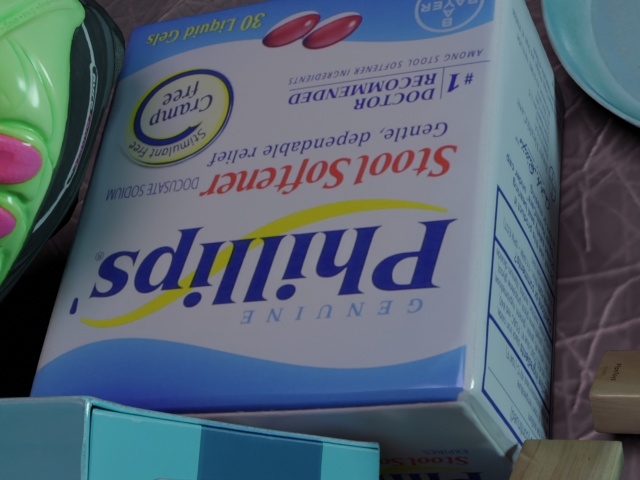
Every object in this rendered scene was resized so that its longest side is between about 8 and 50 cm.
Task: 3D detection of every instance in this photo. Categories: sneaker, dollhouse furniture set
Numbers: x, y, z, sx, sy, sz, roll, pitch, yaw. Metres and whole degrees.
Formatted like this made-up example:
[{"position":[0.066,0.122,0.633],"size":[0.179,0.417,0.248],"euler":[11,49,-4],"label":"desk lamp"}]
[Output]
[{"position":[-0.269,0.017,0.801],"size":[0.483,0.185,0.202],"euler":[-41,4,35],"label":"sneaker"},{"position":[0.186,0.147,0.627],"size":[0.144,0.123,0.151],"euler":[-3,23,25],"label":"dollhouse furniture set"}]

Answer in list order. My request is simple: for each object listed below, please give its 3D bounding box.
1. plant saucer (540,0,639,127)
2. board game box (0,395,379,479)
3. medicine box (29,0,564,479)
[{"position":[0.302,-0.178,0.774],"size":[0.318,0.043,0.317],"euler":[-13,55,18],"label":"plant saucer"},{"position":[-0.059,0.242,0.480],"size":[0.079,0.254,0.336],"euler":[-5,76,24],"label":"board game box"},{"position":[0.000,0.000,0.739],"size":[0.263,0.149,0.289],"euler":[-6,56,23],"label":"medicine box"}]
